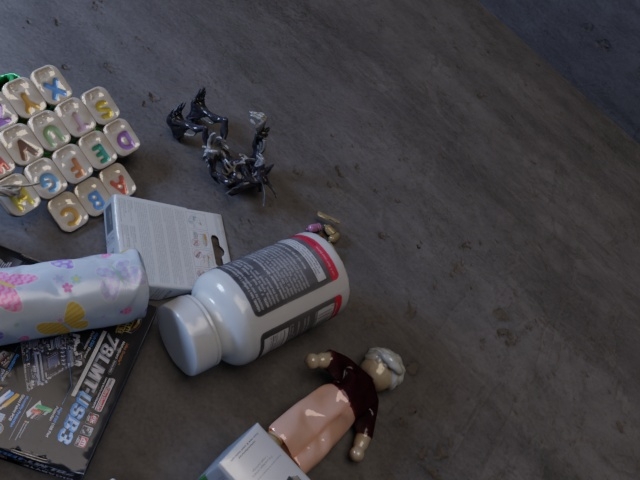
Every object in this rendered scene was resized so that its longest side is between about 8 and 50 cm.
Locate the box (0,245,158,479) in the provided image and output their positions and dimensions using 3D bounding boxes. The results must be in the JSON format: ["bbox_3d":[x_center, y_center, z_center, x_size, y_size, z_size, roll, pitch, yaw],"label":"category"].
[{"bbox_3d":[-0.447,0.182,0.936,0.294,0.073,0.295,24,52,-12],"label":"box"}]

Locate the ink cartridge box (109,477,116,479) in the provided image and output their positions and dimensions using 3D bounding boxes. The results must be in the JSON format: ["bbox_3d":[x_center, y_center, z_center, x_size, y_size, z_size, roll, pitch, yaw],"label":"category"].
[{"bbox_3d":[-0.207,0.454,0.792,0.283,0.207,0.117,35,50,-3],"label":"ink cartridge box"}]

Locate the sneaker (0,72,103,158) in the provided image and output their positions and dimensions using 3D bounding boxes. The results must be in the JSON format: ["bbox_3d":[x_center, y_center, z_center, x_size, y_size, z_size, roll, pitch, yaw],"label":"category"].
[{"bbox_3d":[-0.551,-0.234,1.118,0.296,0.123,0.109,9,56,-22],"label":"sneaker"}]

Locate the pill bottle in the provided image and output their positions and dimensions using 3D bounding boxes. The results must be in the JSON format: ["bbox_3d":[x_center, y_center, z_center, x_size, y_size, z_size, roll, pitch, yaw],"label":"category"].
[{"bbox_3d":[-0.117,0.114,1.076,0.319,0.176,0.176,-23,72,-36],"label":"pill bottle"}]

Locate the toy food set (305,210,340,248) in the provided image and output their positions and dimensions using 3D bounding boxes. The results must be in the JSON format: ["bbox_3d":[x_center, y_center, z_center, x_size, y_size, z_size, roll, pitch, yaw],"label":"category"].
[{"bbox_3d":[0.000,0.000,1.310,0.078,0.019,0.122,25,60,-10],"label":"toy food set"}]

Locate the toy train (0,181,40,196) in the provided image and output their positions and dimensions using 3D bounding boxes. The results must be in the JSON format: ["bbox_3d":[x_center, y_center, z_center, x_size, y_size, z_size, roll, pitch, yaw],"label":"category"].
[{"bbox_3d":[-0.559,-0.024,0.937,0.248,0.105,0.143,-7,71,-32],"label":"toy train"}]

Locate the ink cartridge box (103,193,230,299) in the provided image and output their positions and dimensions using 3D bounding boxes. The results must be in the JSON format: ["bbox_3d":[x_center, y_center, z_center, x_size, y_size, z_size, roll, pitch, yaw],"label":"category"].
[{"bbox_3d":[-0.286,0.021,1.147,0.232,0.066,0.189,13,52,-44],"label":"ink cartridge box"}]

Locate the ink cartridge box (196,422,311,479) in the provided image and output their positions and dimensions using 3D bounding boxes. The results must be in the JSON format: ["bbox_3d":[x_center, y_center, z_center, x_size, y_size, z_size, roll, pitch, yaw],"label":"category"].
[{"bbox_3d":[-0.073,0.407,0.920,0.219,0.160,0.093,45,51,5],"label":"ink cartridge box"}]

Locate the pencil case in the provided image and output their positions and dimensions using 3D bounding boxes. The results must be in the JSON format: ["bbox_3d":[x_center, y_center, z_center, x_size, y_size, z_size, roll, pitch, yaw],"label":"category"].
[{"bbox_3d":[-0.399,0.081,0.911,0.273,0.113,0.124,-9,51,-32],"label":"pencil case"}]

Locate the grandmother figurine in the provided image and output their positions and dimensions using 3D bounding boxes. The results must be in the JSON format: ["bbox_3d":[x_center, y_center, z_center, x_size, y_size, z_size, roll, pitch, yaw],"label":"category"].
[{"bbox_3d":[0.031,0.293,1.093,0.342,0.104,0.207,-27,102,-39],"label":"grandmother figurine"}]

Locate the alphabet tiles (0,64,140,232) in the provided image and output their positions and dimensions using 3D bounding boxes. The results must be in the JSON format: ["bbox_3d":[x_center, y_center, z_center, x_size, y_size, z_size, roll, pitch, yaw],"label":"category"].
[{"bbox_3d":[-0.474,-0.169,1.098,0.284,0.021,0.277,-42,111,-36],"label":"alphabet tiles"}]

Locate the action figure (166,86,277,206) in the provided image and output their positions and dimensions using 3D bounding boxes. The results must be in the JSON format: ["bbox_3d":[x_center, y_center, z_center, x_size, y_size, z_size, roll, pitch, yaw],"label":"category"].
[{"bbox_3d":[-0.190,-0.199,1.266,0.276,0.141,0.164,41,49,7],"label":"action figure"}]
